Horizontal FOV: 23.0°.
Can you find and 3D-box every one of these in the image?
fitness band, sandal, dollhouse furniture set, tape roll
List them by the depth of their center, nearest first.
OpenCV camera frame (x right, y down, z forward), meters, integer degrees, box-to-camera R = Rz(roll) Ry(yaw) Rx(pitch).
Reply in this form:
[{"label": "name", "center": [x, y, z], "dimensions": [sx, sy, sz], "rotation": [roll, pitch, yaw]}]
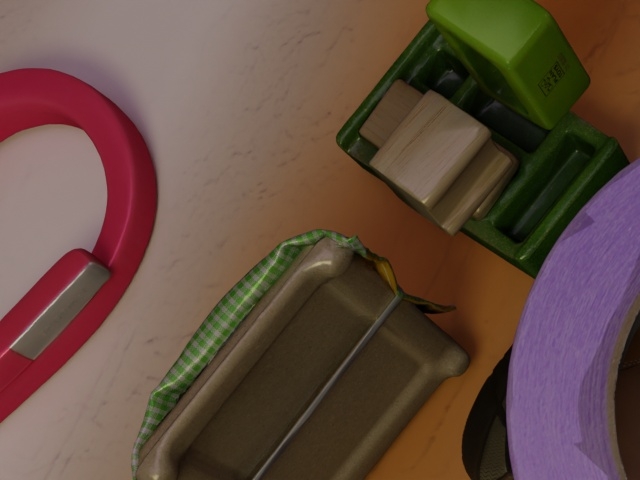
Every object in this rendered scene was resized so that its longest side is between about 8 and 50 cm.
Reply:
[{"label": "tape roll", "center": [0.223, 0.080, 0.709], "dimensions": [0.275, 0.090, 0.274], "rotation": [-2, 79, 9]}, {"label": "sandal", "center": [0.154, 0.043, 0.822], "dimensions": [0.219, 0.060, 0.090], "rotation": [-60, 23, -10]}, {"label": "dollhouse furniture set", "center": [0.000, 0.000, 0.842], "dimensions": [0.151, 0.197, 0.301], "rotation": [38, 88, 32]}, {"label": "fitness band", "center": [-0.236, 0.015, 1.048], "dimensions": [0.291, 0.054, 0.209], "rotation": [-43, 54, 3]}]
